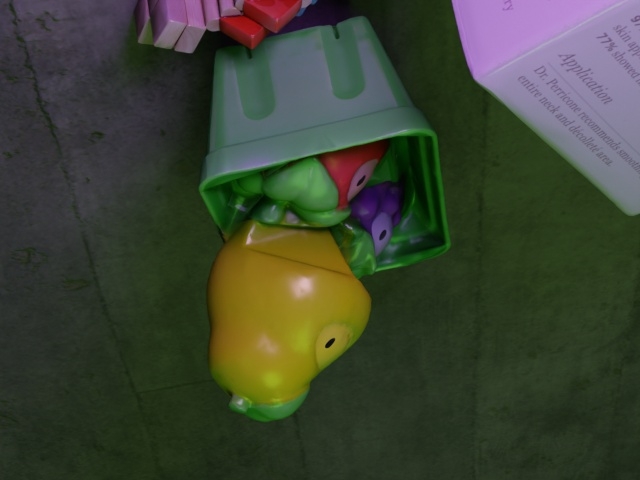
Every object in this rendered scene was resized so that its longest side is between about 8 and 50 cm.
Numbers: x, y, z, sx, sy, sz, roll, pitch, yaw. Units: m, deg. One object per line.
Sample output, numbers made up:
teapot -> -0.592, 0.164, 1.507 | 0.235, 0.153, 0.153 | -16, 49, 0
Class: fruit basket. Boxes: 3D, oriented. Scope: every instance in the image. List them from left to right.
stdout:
fruit basket -> 0.000, 0.000, 1.883 | 0.283, 0.392, 0.392 | -13, 147, 2

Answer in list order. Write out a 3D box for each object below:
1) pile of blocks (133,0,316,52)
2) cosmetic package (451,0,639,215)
pile of blocks -> -0.020, -0.252, 1.764 | 0.362, 0.112, 0.149 | -23, 145, 20
cosmetic package -> 0.350, -0.287, 1.620 | 0.393, 0.327, 0.329 | -26, 144, 23
